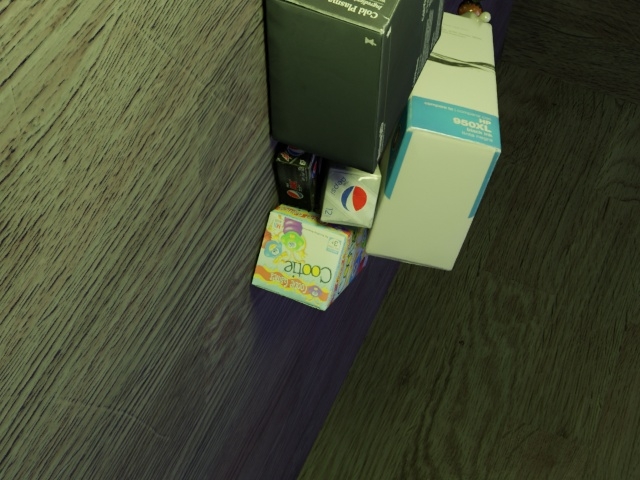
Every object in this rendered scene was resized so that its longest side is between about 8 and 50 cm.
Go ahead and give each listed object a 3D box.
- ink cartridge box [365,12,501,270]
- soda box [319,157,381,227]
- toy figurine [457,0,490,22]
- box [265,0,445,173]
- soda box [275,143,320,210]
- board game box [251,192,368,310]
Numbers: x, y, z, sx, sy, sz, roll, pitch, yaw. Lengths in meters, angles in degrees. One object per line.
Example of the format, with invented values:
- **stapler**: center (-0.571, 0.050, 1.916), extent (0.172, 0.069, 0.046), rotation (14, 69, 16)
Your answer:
- **ink cartridge box**: center (0.196, -0.189, 2.083), extent (0.395, 0.166, 0.285), rotation (-84, -172, -48)
- **soda box**: center (0.048, -0.112, 2.070), extent (0.286, 0.091, 0.098), rotation (-92, -169, -73)
- **toy figurine**: center (0.224, -0.472, 2.199), extent (0.213, 0.210, 0.148), rotation (94, 9, -48)
- **box**: center (0.062, -0.335, 1.747), extent (0.343, 0.179, 0.312), rotation (90, 22, -59)
- **soda box**: center (-0.036, -0.113, 1.961), extent (0.169, 0.060, 0.053), rotation (86, 20, -67)
- **board game box**: center (0.000, 0.000, 2.120), extent (0.275, 0.144, 0.142), rotation (-43, 151, -67)
